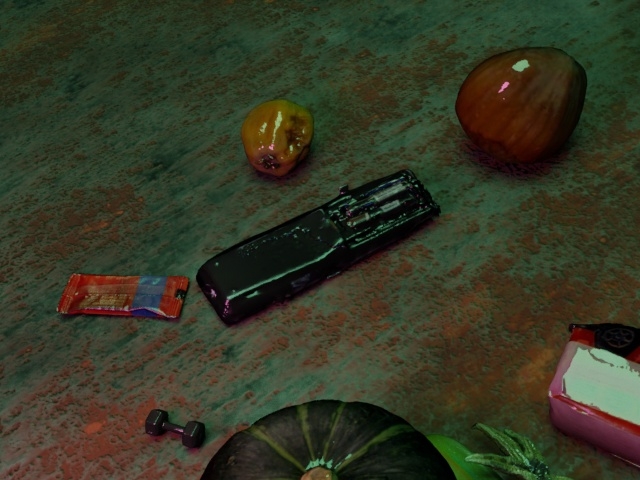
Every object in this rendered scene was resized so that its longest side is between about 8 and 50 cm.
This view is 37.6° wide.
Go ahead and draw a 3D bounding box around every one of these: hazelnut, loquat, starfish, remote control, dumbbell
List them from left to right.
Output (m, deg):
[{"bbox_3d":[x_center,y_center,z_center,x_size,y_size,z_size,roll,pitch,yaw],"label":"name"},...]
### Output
[{"bbox_3d":[-0.201,0.261,1.306,0.083,0.040,0.036,13,85,19],"label":"dumbbell"},{"bbox_3d":[-0.074,-0.178,1.624,0.137,0.113,0.137,-1,63,2],"label":"loquat"},{"bbox_3d":[0.000,0.000,1.487,0.398,0.062,0.145,-27,51,-15],"label":"remote control"},{"bbox_3d":[0.336,-0.219,1.542,0.210,0.210,0.186,10,90,17],"label":"hazelnut"},{"bbox_3d":[0.260,0.286,1.159,0.050,0.216,0.223,-64,26,3],"label":"starfish"}]

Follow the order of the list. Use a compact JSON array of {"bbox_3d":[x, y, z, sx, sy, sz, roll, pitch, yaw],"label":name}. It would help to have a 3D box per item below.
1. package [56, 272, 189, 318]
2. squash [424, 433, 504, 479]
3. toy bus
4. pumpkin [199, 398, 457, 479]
[{"bbox_3d":[-0.311,0.086,1.485,0.200,0.022,0.083,2,50,9],"label":"package"},{"bbox_3d":[0.181,0.309,1.170,0.095,0.095,0.188,-29,51,-17],"label":"squash"},{"bbox_3d":[0.443,0.215,1.192,0.302,0.128,0.147,22,61,23],"label":"toy bus"},{"bbox_3d":[0.009,0.336,1.071,0.323,0.241,0.323,-6,51,8],"label":"pumpkin"}]
